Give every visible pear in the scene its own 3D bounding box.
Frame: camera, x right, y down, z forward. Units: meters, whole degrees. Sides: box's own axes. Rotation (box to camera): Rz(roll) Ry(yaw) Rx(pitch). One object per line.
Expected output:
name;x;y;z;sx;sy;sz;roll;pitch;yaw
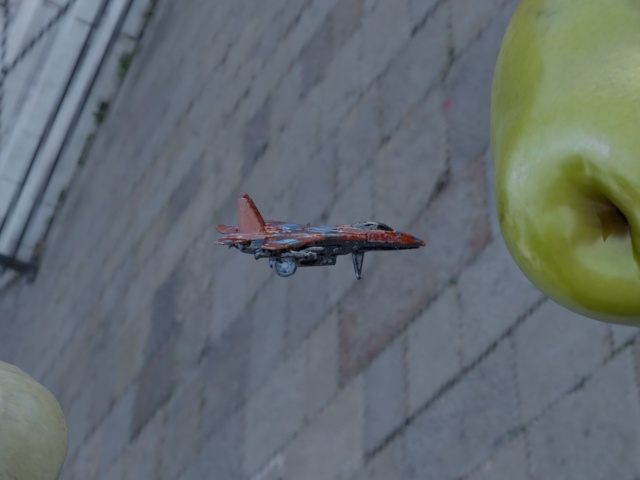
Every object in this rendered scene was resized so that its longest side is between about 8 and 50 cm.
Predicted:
pear;0.311;-0.097;1.099;0.418;0.362;0.362;-43;-1;-42

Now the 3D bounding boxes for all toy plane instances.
toy plane;-0.001;0.003;1.231;0.130;0.189;0.061;-106;27;-80

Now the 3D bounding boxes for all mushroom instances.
mushroom;-0.374;0.248;1.400;0.260;0.234;0.254;4;48;36
